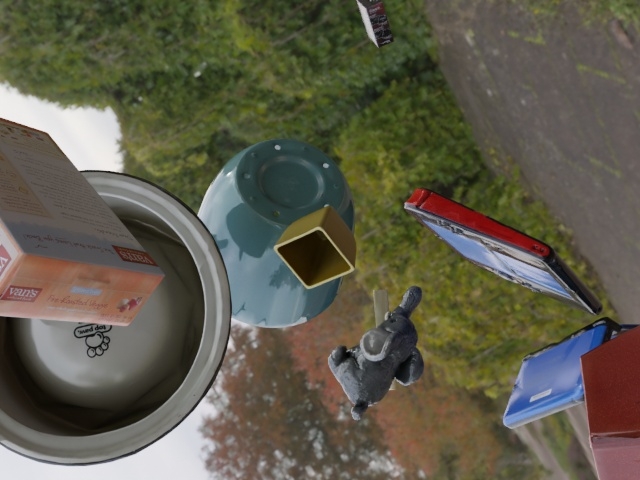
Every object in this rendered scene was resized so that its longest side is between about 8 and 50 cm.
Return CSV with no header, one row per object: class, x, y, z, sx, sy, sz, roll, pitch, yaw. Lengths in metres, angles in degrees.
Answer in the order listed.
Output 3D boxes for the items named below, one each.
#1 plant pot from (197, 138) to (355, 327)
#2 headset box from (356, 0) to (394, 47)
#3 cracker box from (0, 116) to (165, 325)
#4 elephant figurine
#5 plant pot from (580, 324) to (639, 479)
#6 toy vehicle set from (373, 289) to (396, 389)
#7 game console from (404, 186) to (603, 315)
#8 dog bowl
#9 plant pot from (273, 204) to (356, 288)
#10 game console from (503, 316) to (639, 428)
plant pot,-0.072,-0.032,1.408,0.293,0.293,0.235,59,153,24
headset box,0.092,-0.382,1.405,0.062,0.032,0.083,-116,4,-56
cracker box,-0.264,-0.027,0.719,0.232,0.067,0.156,44,-166,29
elephant figurine,0.145,0.237,1.772,0.186,0.239,0.169,56,-158,17
plant pot,0.500,0.265,1.139,0.267,0.236,0.267,-72,-35,-54
toy vehicle set,0.165,0.258,2.086,0.266,0.035,0.165,78,-173,-59
game console,0.369,0.029,1.657,0.342,0.060,0.387,31,179,38
dog bowl,-0.319,0.112,1.188,0.407,0.408,0.150,59,176,12
plant pot,0.000,0.000,1.109,0.081,0.082,0.083,51,-147,-23
game console,0.530,0.270,1.614,0.173,0.250,0.293,31,150,-4
